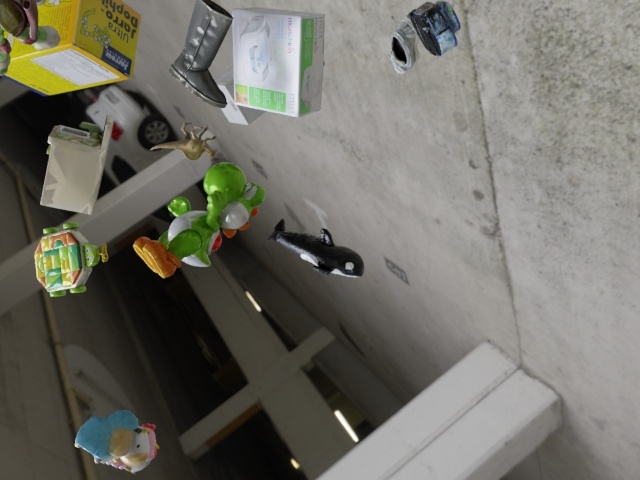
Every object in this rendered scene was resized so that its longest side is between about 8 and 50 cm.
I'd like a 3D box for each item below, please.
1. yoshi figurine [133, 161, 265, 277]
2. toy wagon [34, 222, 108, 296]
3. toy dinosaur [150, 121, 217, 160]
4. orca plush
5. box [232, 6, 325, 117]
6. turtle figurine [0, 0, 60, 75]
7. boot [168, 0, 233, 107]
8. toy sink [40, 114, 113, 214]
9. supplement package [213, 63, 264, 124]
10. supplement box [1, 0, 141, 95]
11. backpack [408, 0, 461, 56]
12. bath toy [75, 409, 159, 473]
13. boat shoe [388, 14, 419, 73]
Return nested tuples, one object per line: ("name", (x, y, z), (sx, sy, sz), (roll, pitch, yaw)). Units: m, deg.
("yoshi figurine", (-0.313, -0.077, 1.411), (0.203, 0.362, 0.203), (45, 156, 16))
("toy wagon", (-0.953, 0.068, 2.069), (0.068, 0.344, 0.267), (0, -99, -62))
("toy dinosaur", (-0.330, -0.249, 1.378), (0.053, 0.183, 0.093), (31, 113, 47))
("orca plush", (0.000, 0.000, 1.517), (0.287, 0.151, 0.102), (32, 120, 25))
("box", (-0.115, -0.498, 1.511), (0.231, 0.126, 0.262), (19, 121, 27))
("turtle figurine", (-0.641, -0.423, 1.027), (0.198, 0.274, 0.266), (48, -164, -11))
("boot", (-0.267, -0.460, 1.342), (0.189, 0.208, 0.076), (37, -158, -4))
("toy sink", (-0.608, -0.207, 1.353), (0.131, 0.234, 0.153), (12, -163, -25))
("supplement package", (-0.312, -0.668, 2.378), (0.198, 0.262, 0.199), (24, 151, 53))
("supplement box", (-0.692, -0.537, 1.462), (0.356, 0.195, 0.194), (-1, 169, 26))
("backpack", (0.272, -0.491, 1.254), (0.114, 0.084, 0.105), (56, -176, -28))
("bath toy", (-0.475, 0.504, 1.356), (0.151, 0.129, 0.348), (31, 155, 10))
("boat shoe", (0.304, -0.717, 2.045), (0.118, 0.103, 0.320), (46, 175, 6))
